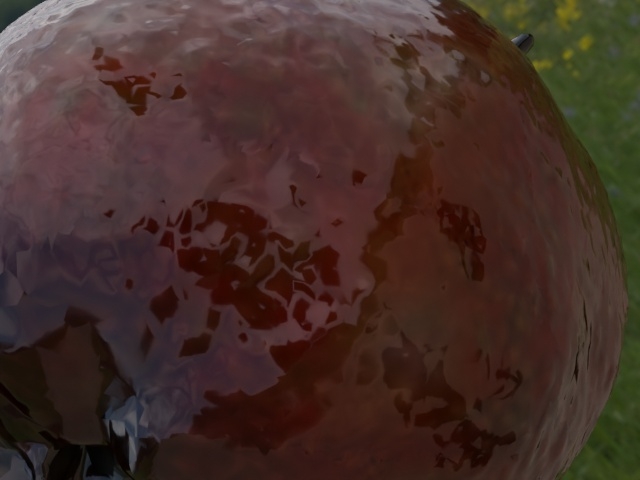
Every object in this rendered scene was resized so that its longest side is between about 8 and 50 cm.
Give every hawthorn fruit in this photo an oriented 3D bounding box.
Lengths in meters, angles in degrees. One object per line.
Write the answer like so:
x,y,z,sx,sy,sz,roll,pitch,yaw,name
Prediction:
0.000,0.000,0.628,0.369,0.285,0.284,-40,5,-38,hawthorn fruit
